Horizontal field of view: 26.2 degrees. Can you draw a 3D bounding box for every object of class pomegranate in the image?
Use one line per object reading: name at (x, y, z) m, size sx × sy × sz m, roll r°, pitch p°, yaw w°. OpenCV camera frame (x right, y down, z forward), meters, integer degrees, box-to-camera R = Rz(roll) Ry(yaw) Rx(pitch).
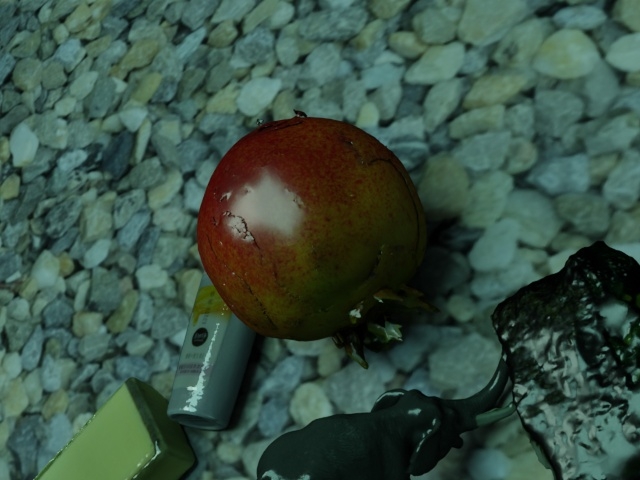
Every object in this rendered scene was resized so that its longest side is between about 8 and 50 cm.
pomegranate at (0.000, 0.000, 1.238) m, size 0.210 × 0.210 × 0.235 m, roll -40°, pitch 83°, yaw 18°

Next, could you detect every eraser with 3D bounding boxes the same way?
eraser at (-0.212, 0.237, 1.388) m, size 0.172 × 0.058 × 0.117 m, roll -47°, pitch 42°, yaw 10°

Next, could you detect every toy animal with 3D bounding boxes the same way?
toy animal at (0.058, 0.185, 1.113) m, size 0.269 × 0.137 × 0.082 m, roll -21°, pitch 33°, yaw -21°

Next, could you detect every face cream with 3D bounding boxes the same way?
face cream at (-0.099, 0.088, 1.375) m, size 0.084 × 0.057 × 0.198 m, roll -7°, pitch 61°, yaw 41°

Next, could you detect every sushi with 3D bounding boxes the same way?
sushi at (0.215, 0.109, 1.005) m, size 0.127 × 0.124 × 0.225 m, roll -35°, pitch 45°, yaw 23°
